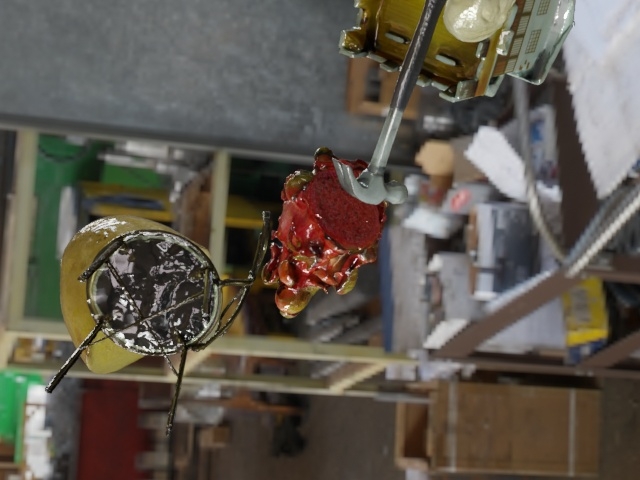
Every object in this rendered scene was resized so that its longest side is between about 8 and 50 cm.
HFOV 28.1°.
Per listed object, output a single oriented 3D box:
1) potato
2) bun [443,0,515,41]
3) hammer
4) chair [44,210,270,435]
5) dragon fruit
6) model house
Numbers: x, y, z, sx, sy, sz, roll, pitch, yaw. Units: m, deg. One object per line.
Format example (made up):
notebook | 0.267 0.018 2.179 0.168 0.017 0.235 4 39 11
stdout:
potato | -0.258 0.046 1.610 0.158 0.178 0.203 39 110 25
bun | 0.153 -0.222 1.193 0.086 0.055 0.086 -50 -16 -20
hammer | 0.083 -0.156 1.355 0.029 0.103 0.246 33 111 43
chair | -0.164 0.061 1.347 0.325 0.170 0.159 -78 7 -69
dragon fruit | 0.000 0.000 1.497 0.150 0.133 0.207 -100 35 -77
model house | 0.170 -0.293 1.559 0.224 0.215 0.198 26 118 28
